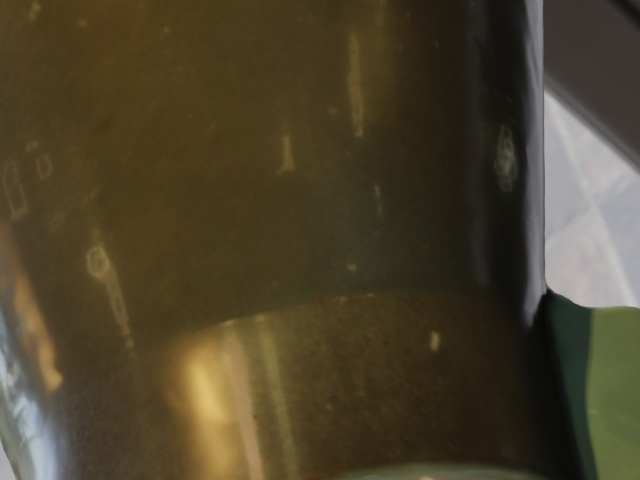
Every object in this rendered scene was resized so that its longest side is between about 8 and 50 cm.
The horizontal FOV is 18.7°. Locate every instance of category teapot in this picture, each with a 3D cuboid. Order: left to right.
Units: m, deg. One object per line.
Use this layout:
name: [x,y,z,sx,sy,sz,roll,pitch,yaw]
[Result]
teapot: [0.000,0.000,0.421,0.203,0.171,0.225,-10,62,-6]
